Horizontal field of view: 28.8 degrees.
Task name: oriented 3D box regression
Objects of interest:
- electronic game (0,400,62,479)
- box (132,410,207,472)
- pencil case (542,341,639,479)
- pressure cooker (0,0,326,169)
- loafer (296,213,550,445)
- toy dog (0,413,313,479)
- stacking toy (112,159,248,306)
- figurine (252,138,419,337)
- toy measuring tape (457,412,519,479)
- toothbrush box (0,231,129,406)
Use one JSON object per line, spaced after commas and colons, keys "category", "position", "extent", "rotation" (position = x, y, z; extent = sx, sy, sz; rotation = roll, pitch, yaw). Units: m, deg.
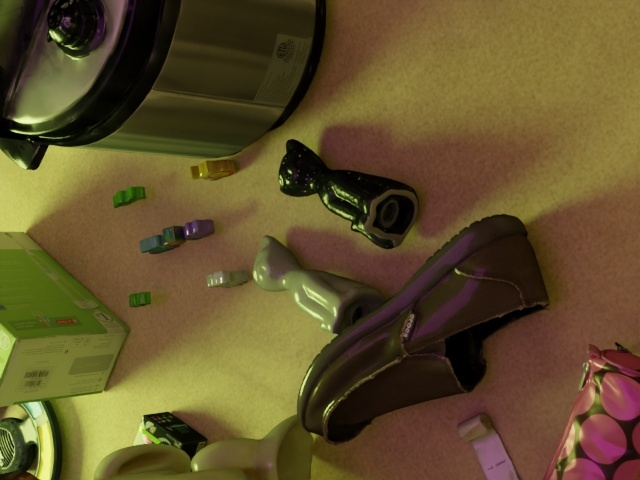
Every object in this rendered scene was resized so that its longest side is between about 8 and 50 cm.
{"category": "electronic game", "position": [-0.477, 0.318, 1.921], "extent": [0.229, 0.048, 0.229], "rotation": [0, 90, 38]}
{"category": "box", "position": [-0.208, 0.281, 1.709], "extent": [0.083, 0.052, 0.062], "rotation": [28, 106, 33]}
{"category": "pencil case", "position": [0.290, 0.215, 1.300], "extent": [0.098, 0.095, 0.209], "rotation": [19, 101, 1]}
{"category": "pressure cooker", "position": [-0.243, -0.291, 1.510], "extent": [0.376, 0.420, 0.369], "rotation": [-15, 81, 37]}
{"category": "loafer", "position": [0.113, 0.128, 1.409], "extent": [0.366, 0.134, 0.130], "rotation": [-47, 63, 28]}
{"category": "toy dog", "position": [-0.230, 0.392, 1.483], "extent": [0.408, 0.395, 0.284], "rotation": [-7, 94, 16]}
{"category": "stacking toy", "position": [-0.194, -0.005, 1.706], "extent": [0.221, 0.052, 0.167], "rotation": [-16, 78, 39]}
{"category": "figurine", "position": [0.000, 0.000, 1.539], "extent": [0.209, 0.092, 0.214], "rotation": [29, 108, 43]}
{"category": "toy measuring tape", "position": [0.207, 0.348, 1.349], "extent": [0.121, 0.121, 0.330], "rotation": [-33, 70, 33]}
{"category": "toothbrush box", "position": [-0.451, 0.105, 1.803], "extent": [0.283, 0.206, 0.122], "rotation": [38, 113, 31]}
